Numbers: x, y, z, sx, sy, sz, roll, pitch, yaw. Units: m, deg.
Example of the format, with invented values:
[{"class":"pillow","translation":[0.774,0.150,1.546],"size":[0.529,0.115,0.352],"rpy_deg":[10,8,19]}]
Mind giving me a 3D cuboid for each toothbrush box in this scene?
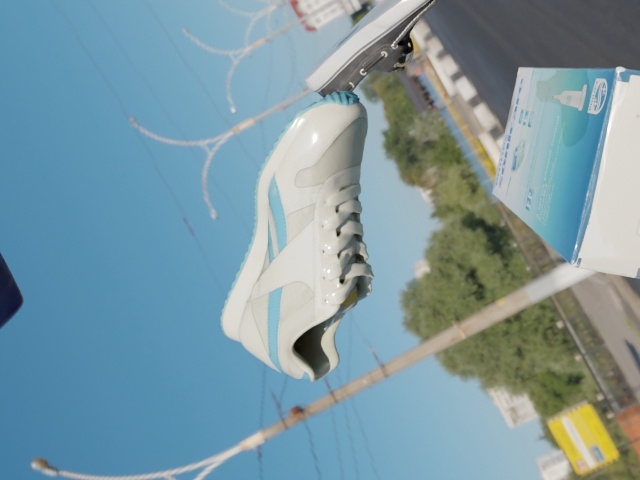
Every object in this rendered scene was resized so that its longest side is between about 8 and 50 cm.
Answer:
[{"class":"toothbrush box","translation":[0.266,-0.053,0.633],"size":[0.295,0.217,0.126],"rpy_deg":[-85,5,-77]}]

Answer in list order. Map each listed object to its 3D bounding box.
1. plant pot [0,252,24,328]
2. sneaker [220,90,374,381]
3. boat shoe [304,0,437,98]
[{"class":"plant pot","translation":[-0.412,0.026,0.637],"size":[0.235,0.236,0.212],"rpy_deg":[76,-150,-41]},{"class":"sneaker","translation":[0.000,0.000,0.626],"size":[0.092,0.228,0.087],"rpy_deg":[32,-146,25]},{"class":"boat shoe","translation":[0.073,-0.234,1.039],"size":[0.076,0.228,0.080],"rpy_deg":[42,-137,-16]}]
